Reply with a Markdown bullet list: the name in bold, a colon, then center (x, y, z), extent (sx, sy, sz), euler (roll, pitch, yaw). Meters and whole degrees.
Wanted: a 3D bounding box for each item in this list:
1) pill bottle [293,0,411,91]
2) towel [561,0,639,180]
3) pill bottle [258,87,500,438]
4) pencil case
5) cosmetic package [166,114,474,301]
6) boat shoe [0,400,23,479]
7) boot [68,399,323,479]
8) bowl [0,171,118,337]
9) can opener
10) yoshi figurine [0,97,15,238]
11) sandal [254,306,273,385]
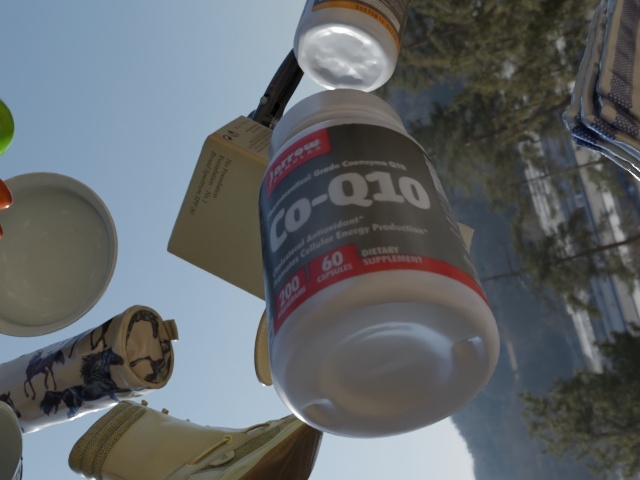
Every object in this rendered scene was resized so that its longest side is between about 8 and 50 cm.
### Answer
- **pill bottle**: center (0.063, -0.382, 1.168), extent (0.162, 0.162, 0.278), euler (61, -143, -50)
- **towel**: center (0.285, -0.045, 0.484), extent (0.285, 0.034, 0.209), euler (35, -137, -5)
- **pill bottle**: center (0.031, 0.001, 0.608), extent (0.283, 0.161, 0.161), euler (-100, -11, -50)
- **pencil case**: center (-0.465, 0.254, 1.390), extent (0.160, 0.410, 0.183), euler (63, -162, -14)
- **cosmetic package**: center (0.000, 0.000, 0.852), extent (0.160, 0.309, 0.113), euler (-66, -6, 26)
- **boat shoe**: center (-0.333, 0.219, 0.743), extent (0.083, 0.065, 0.183), euler (-124, 41, -58)
- **boot**: center (-0.124, 0.231, 0.831), extent (0.262, 0.203, 0.095), euler (-15, -65, -64)
- **bowl**: center (-0.493, 0.036, 1.342), extent (0.134, 0.297, 0.298), euler (74, -177, -75)
- **can opener**: center (-0.070, -0.227, 1.160), extent (0.186, 0.073, 0.059), euler (-63, -24, -12)
- **yoshi figurine**: center (-0.391, -0.068, 0.598), extent (0.203, 0.362, 0.204), euler (20, -123, -47)
- **sandal**: center (-0.028, 0.103, 1.105), extent (0.088, 0.079, 0.240), euler (42, -122, -53)
